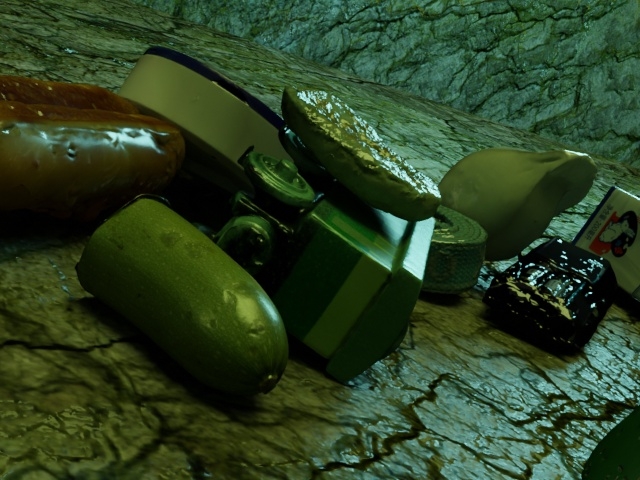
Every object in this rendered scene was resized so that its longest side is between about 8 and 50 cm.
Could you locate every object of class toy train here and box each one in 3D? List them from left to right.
[{"bbox_3d":[0.000,0.000,0.943,0.202,0.120,0.301,36,15,0],"label":"toy train"}]

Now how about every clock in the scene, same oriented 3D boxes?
[{"bbox_3d":[-0.117,-0.115,1.145,0.230,0.083,0.230,32,-12,7],"label":"clock"}]

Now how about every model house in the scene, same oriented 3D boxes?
[{"bbox_3d":[0.271,0.189,0.754,0.088,0.117,0.167,37,13,-6],"label":"model house"}]

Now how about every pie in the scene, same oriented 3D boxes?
[{"bbox_3d":[0.036,-0.081,0.954,0.187,0.041,0.187,35,15,-10],"label":"pie"}]

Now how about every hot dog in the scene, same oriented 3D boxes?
[{"bbox_3d":[-0.254,-0.075,0.915,0.158,0.117,0.349,30,14,17],"label":"hot dog"}]

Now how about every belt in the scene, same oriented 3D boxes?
[{"bbox_3d":[0.114,0.005,1.199,0.147,0.082,0.163,8,20,-8],"label":"belt"}]

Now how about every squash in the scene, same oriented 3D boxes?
[{"bbox_3d":[-0.089,0.048,0.766,0.188,0.095,0.095,35,20,32],"label":"squash"}]

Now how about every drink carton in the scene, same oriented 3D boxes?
[{"bbox_3d":[0.502,0.045,1.461,0.106,0.130,0.315,28,9,-31],"label":"drink carton"}]

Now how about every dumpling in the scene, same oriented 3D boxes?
[{"bbox_3d":[0.240,-0.045,1.299,0.179,0.252,0.131,18,46,-46],"label":"dumpling"}]

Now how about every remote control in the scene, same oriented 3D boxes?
[{"bbox_3d":[0.300,0.056,1.309,0.144,0.062,0.399,25,15,16],"label":"remote control"}]
